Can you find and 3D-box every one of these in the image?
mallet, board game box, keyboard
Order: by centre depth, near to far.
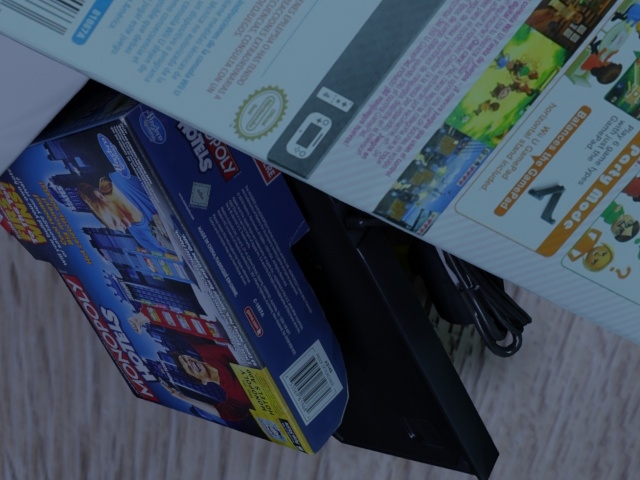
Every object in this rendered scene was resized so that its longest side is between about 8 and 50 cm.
[{"bbox_3d":[0.069,-0.114,0.471,0.303,0.097,0.224,26,113,-34],"label":"board game box"},{"bbox_3d":[0.006,-0.015,0.689,0.201,0.033,0.317,6,133,50],"label":"keyboard"},{"bbox_3d":[-0.087,-0.003,0.734,0.194,0.060,0.194,11,136,48],"label":"board game box"},{"bbox_3d":[0.000,0.000,0.769,0.189,0.039,0.062,8,131,21],"label":"mallet"}]

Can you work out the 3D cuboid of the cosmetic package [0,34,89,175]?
[{"bbox_3d":[-0.185,-0.136,0.600,0.197,0.155,0.365,15,143,-32],"label":"cosmetic package"}]
